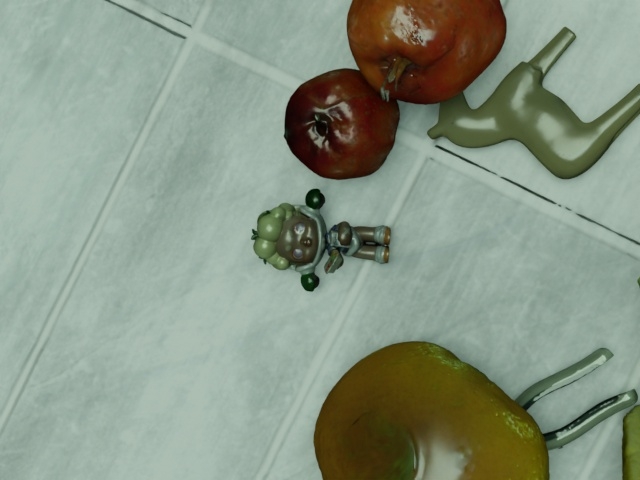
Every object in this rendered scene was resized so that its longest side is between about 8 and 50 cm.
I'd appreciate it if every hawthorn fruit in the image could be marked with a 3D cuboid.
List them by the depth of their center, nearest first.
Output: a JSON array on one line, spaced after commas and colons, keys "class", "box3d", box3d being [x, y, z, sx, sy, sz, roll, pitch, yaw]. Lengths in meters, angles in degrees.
[{"class": "hawthorn fruit", "box3d": [0.126, -0.272, 1.518, 0.211, 0.299, 0.211, 17, 135, 18]}, {"class": "hawthorn fruit", "box3d": [0.022, -0.160, 1.581, 0.156, 0.194, 0.157, 2, 95, 20]}]

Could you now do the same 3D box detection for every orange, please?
[{"class": "orange", "box3d": [0.131, 0.275, 1.521, 0.262, 0.196, 0.334, -48, 50, -1]}]

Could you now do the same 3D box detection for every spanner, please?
[{"class": "spanner", "box3d": [0.272, 0.261, 1.565, 0.324, 0.040, 0.096, -32, 79, 14]}]

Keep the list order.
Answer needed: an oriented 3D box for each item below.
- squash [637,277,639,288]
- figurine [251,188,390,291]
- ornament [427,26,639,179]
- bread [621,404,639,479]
[{"class": "squash", "box3d": [0.590, 0.103, 1.409, 0.308, 0.234, 0.210, -27, 123, 11]}, {"class": "figurine", "box3d": [-0.001, 0.000, 1.624, 0.197, 0.093, 0.147, 5, 98, 13]}, {"class": "ornament", "box3d": [0.289, -0.180, 1.585, 0.245, 0.061, 0.230, -46, 75, 6]}, {"class": "bread", "box3d": [0.509, 0.427, 1.494, 0.233, 0.245, 0.362, 0, 116, 12]}]
